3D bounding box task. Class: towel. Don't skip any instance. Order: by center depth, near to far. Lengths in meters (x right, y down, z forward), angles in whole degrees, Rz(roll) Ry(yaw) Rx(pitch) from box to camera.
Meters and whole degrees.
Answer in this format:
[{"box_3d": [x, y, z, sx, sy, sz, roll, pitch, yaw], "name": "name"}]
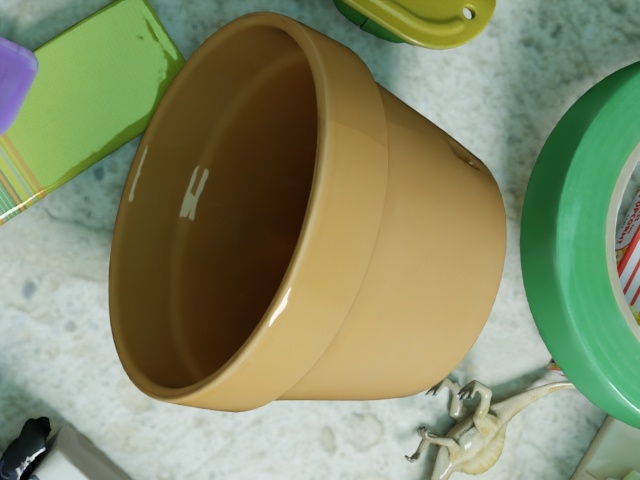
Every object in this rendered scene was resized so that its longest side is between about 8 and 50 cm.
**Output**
[{"box_3d": [-0.215, -0.093, 1.380, 0.237, 0.021, 0.102, -33, 106, -7], "name": "towel"}]

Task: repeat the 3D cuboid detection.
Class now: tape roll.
[{"box_3d": [0.321, 0.003, 1.433, 0.321, 0.077, 0.321, 1, 88, -17], "name": "tape roll"}]

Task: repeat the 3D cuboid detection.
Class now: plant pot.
[{"box_3d": [0.000, 0.000, 1.320, 0.203, 0.291, 0.291, 18, 93, -30], "name": "plant pot"}]

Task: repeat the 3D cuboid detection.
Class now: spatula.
[{"box_3d": [-0.359, -0.162, 1.323, 0.296, 0.030, 0.084, 24, 86, -7], "name": "spatula"}]

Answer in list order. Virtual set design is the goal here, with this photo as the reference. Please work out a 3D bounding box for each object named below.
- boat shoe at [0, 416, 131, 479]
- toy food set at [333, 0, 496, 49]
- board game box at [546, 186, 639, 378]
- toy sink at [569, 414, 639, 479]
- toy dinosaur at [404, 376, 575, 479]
[{"box_3d": [-0.152, 0.302, 1.400, 0.340, 0.127, 0.158, 44, 94, -7], "name": "boat shoe"}, {"box_3d": [0.034, -0.226, 1.401, 0.218, 0.071, 0.128, 32, 65, -17], "name": "toy food set"}, {"box_3d": [0.298, 0.058, 1.489, 0.146, 0.045, 0.193, 30, 80, -15], "name": "board game box"}, {"box_3d": [0.271, 0.282, 1.479, 0.152, 0.131, 0.234, 31, 89, -15], "name": "toy sink"}, {"box_3d": [0.131, 0.152, 1.482, 0.183, 0.053, 0.093, -42, 121, -7], "name": "toy dinosaur"}]
